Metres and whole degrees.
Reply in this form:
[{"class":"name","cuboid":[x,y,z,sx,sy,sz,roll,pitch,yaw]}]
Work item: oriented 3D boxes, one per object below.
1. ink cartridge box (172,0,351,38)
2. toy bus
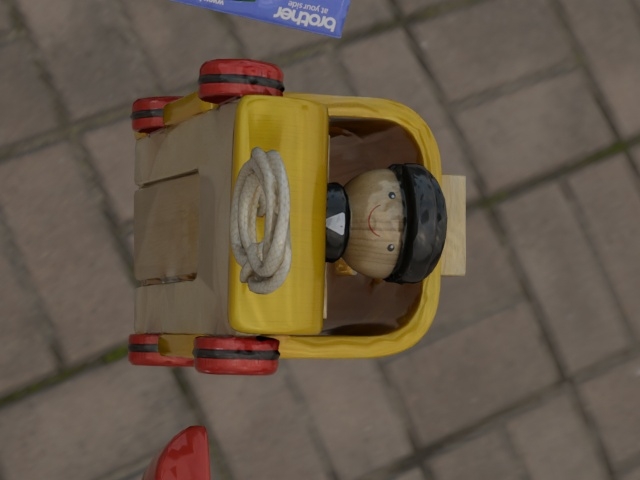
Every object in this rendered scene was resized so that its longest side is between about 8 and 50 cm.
[{"class":"ink cartridge box","cuboid":[-0.033,-0.315,1.408,0.186,0.065,0.311,10,109,-13]},{"class":"toy bus","cuboid":[-0.004,-0.005,0.670,0.104,0.191,0.202,1,43,-18]}]
